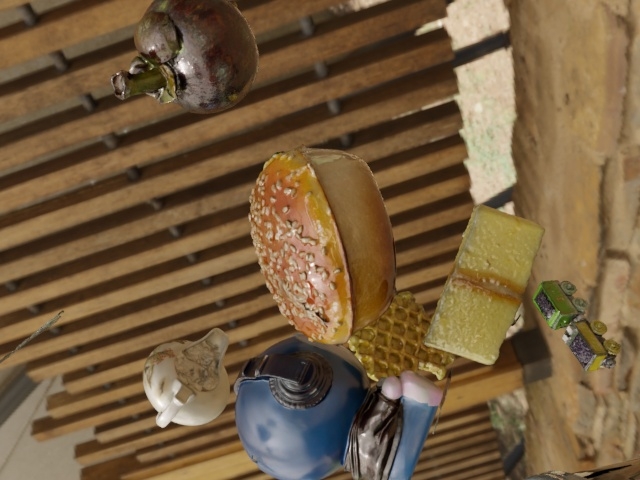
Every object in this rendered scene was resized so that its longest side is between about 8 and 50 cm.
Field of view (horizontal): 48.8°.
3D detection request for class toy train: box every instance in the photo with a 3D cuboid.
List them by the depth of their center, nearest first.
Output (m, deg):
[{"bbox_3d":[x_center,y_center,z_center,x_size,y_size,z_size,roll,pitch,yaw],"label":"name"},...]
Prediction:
[{"bbox_3d":[0.465,0.153,1.294,0.202,0.081,0.060,-114,27,-43],"label":"toy train"}]

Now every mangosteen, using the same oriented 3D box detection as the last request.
[{"bbox_3d":[-0.248,-0.318,1.249,0.231,0.289,0.231,38,150,26],"label":"mangosteen"}]

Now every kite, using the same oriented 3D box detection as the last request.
[{"bbox_3d":[-0.613,0.228,1.388,0.011,0.314,0.335,51,-159,-8],"label":"kite"}]

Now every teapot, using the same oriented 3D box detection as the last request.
[{"bbox_3d":[-0.290,0.311,1.553,0.204,0.139,0.298,38,-153,-12],"label":"teapot"}]

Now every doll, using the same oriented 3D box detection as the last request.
[{"bbox_3d":[0.014,0.270,1.105,0.284,0.309,0.240,89,-156,-58],"label":"doll"}]

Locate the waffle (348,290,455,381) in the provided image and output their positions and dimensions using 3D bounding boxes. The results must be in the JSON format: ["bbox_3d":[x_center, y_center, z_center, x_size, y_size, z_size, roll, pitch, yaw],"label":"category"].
[{"bbox_3d":[0.179,0.234,1.593,0.249,0.253,0.056,48,145,3],"label":"waffle"}]

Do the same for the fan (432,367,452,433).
[{"bbox_3d":[0.239,0.313,1.377,0.085,0.005,0.133,85,-157,-70],"label":"fan"}]

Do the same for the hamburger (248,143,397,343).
[{"bbox_3d":[0.001,0.004,0.774,0.237,0.147,0.237,170,90,-84],"label":"hamburger"}]

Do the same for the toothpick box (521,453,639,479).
[{"bbox_3d":[0.436,0.387,0.873,0.263,0.354,0.263,173,90,-68],"label":"toothpick box"}]

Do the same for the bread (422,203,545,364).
[{"bbox_3d":[0.268,0.071,1.225,0.141,0.178,0.266,21,-92,-49],"label":"bread"}]
